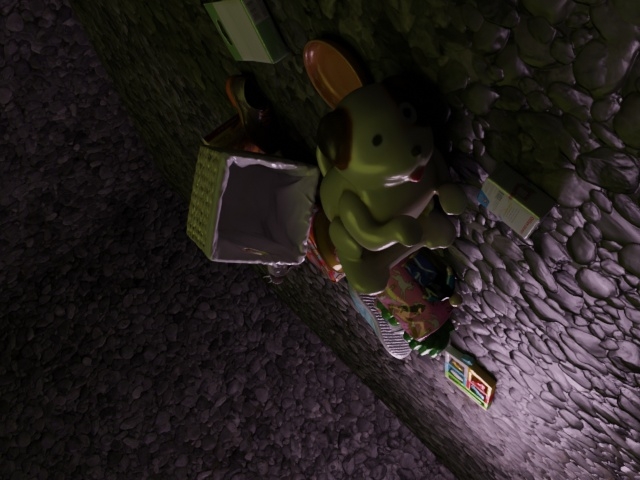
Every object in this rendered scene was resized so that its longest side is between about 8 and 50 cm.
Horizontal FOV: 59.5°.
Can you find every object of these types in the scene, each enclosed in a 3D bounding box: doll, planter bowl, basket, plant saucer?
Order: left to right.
[{"bbox_3d":[-0.221,-0.114,1.767,0.266,0.328,0.331,27,110,56],"label":"basket"},{"bbox_3d":[0.042,-0.361,1.238,0.200,0.037,0.200,43,163,16],"label":"plant saucer"},{"bbox_3d":[0.072,-0.012,1.787,0.090,0.217,0.217,-21,117,28],"label":"planter bowl"},{"bbox_3d":[0.313,0.109,1.526,0.189,0.046,0.129,45,124,6],"label":"doll"}]

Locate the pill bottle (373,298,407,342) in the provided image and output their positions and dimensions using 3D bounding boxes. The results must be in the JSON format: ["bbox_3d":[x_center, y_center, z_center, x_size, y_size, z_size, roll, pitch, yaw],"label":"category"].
[{"bbox_3d":[0.274,0.258,1.925,0.180,0.108,0.108,52,164,-14],"label":"pill bottle"}]

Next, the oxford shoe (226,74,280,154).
[{"bbox_3d":[-0.190,-0.378,1.709,0.098,0.097,0.271,15,144,52],"label":"oxford shoe"}]

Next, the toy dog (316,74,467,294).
[{"bbox_3d":[0.131,-0.147,1.171,0.408,0.284,0.395,83,160,-61],"label":"toy dog"}]

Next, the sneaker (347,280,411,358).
[{"bbox_3d":[0.221,0.266,2.079,0.366,0.135,0.150,62,169,-12],"label":"sneaker"}]

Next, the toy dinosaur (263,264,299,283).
[{"bbox_3d":[-0.204,0.120,2.764,0.121,0.160,0.313,42,164,21],"label":"toy dinosaur"}]

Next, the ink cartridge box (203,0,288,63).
[{"bbox_3d":[-0.190,-0.536,1.411,0.235,0.056,0.171,31,156,54],"label":"ink cartridge box"}]

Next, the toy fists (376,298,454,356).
[{"bbox_3d":[0.295,0.243,1.773,0.279,0.142,0.096,48,164,1],"label":"toy fists"}]

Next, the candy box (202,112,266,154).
[{"bbox_3d":[-0.289,-0.297,1.983,0.087,0.183,0.316,45,164,20],"label":"candy box"}]

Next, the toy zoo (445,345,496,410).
[{"bbox_3d":[0.512,0.469,1.927,0.192,0.030,0.293,39,162,30],"label":"toy zoo"}]

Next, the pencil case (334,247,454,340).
[{"bbox_3d":[0.217,0.115,1.640,0.386,0.160,0.167,46,151,3],"label":"pencil case"}]

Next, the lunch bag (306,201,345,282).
[{"bbox_3d":[0.000,0.000,1.941,0.293,0.120,0.258,59,172,-18],"label":"lunch bag"}]

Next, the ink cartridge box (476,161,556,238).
[{"bbox_3d":[0.361,-0.072,1.039,0.122,0.052,0.088,45,164,18],"label":"ink cartridge box"}]
